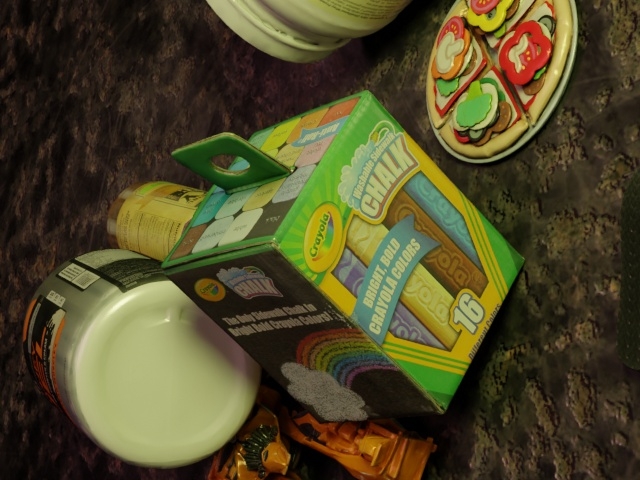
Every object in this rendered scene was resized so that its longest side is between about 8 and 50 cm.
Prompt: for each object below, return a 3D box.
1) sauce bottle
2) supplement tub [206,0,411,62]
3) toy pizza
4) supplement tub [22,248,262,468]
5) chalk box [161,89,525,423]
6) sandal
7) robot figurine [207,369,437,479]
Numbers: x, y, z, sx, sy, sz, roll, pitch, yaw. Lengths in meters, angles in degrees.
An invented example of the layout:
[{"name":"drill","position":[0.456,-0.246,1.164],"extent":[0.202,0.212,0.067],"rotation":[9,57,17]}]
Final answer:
[{"name":"sauce bottle","position":[-0.114,0.003,1.686],"extent":[0.344,0.111,0.111],"rotation":[14,89,53]},{"name":"supplement tub","position":[0.038,-0.346,1.494],"extent":[0.325,0.235,0.235],"rotation":[-40,48,39]},{"name":"toy pizza","position":[0.160,-0.172,1.437],"extent":[0.201,0.032,0.201],"rotation":[-23,60,48]},{"name":"supplement tub","position":[-0.196,0.111,1.580],"extent":[0.316,0.193,0.194],"rotation":[13,88,69]},{"name":"chalk box","position":[0.000,0.000,1.334],"extent":[0.180,0.289,0.179],"rotation":[-13,38,51]},{"name":"sandal","position":[0.270,0.015,1.221],"extent":[0.067,0.040,0.179],"rotation":[24,112,60]},{"name":"robot figurine","position":[-0.012,0.218,1.484],"extent":[0.291,0.085,0.211],"rotation":[16,90,55]}]
